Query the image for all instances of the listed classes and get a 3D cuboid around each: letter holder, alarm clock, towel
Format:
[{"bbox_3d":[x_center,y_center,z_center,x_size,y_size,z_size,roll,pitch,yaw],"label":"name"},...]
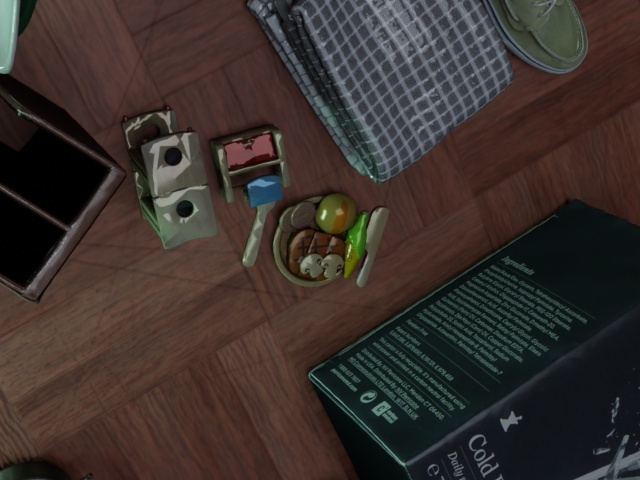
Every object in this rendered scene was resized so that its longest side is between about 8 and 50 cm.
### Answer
[{"bbox_3d":[-0.352,-0.097,1.106,0.214,0.302,0.152,35,91,-29],"label":"letter holder"},{"bbox_3d":[-0.381,0.339,1.377,0.192,0.064,0.129,0,107,-27],"label":"alarm clock"},{"bbox_3d":[0.085,-0.243,1.358,0.235,0.121,0.284,-38,118,-9],"label":"towel"}]

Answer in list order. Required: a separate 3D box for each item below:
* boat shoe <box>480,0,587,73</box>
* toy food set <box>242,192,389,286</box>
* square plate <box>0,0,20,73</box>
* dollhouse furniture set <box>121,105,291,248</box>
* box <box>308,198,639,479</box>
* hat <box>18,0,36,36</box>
[{"bbox_3d":[0.256,-0.322,1.423,0.109,0.094,0.302,-48,119,-3],"label":"boat shoe"},{"bbox_3d":[0.000,0.000,1.448,0.192,0.038,0.132,10,103,-27],"label":"toy food set"},{"bbox_3d":[-0.395,-0.368,1.013,0.344,0.049,0.347,22,116,13],"label":"square plate"},{"bbox_3d":[-0.121,-0.093,1.306,0.183,0.129,0.129,-16,113,-15],"label":"dollhouse furniture set"},{"bbox_3d":[0.317,0.285,1.547,0.471,0.297,0.480,-33,117,-13],"label":"box"},{"bbox_3d":[-0.405,-0.288,1.145,0.183,0.173,0.209,4,64,8],"label":"hat"}]
